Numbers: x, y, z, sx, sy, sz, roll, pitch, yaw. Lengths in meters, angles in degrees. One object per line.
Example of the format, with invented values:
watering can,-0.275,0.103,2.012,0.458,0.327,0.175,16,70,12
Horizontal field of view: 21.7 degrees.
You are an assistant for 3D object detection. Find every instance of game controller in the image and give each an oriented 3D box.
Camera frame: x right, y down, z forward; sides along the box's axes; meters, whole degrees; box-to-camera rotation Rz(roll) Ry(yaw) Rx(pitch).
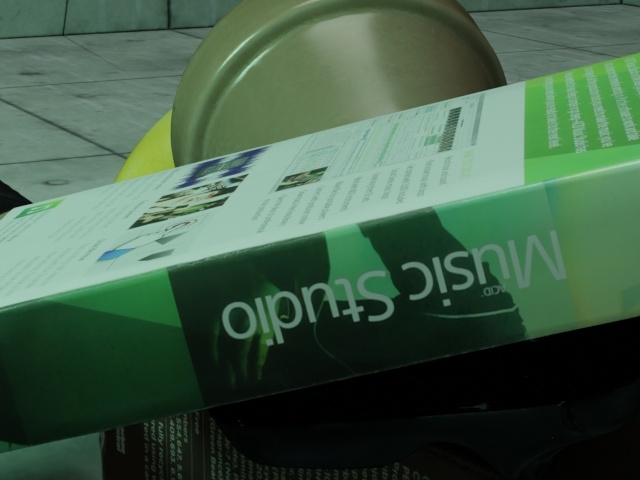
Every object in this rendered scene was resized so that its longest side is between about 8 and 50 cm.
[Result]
game controller,0.062,0.022,0.717,0.167,0.067,0.319,3,15,12

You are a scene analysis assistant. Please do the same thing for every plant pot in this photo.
plant pot,0.036,-0.037,1.212,0.263,0.263,0.229,-3,34,-14
plant pot,-0.120,-0.031,1.384,0.095,0.134,0.134,-37,30,-23

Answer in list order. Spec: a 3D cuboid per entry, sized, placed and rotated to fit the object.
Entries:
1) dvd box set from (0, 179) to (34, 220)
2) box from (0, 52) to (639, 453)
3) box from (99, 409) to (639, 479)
dvd box set,-0.254,-0.012,0.917,0.308,0.062,0.420,35,5,7
box,0.000,0.000,0.653,0.322,0.058,0.232,-14,12,11
box,0.068,0.110,0.775,0.191,0.143,0.381,-9,15,-34
